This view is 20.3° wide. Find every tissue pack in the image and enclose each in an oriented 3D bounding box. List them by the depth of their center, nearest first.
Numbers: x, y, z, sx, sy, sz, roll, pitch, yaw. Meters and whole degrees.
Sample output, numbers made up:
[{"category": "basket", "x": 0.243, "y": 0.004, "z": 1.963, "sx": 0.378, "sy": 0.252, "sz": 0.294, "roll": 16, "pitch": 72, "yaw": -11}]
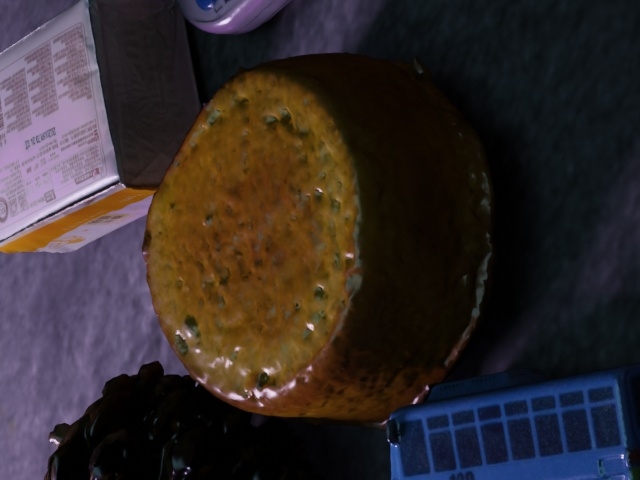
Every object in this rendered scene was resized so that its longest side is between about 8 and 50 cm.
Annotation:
[{"category": "tissue pack", "x": -0.217, "y": -0.103, "z": 1.659, "sx": 0.225, "sy": 0.124, "sz": 0.185, "roll": -22, "pitch": 76, "yaw": 46}]

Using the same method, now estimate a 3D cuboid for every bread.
[{"category": "bread", "x": -0.002, "y": 0.005, "z": 1.397, "sx": 0.312, "sy": 0.172, "sz": 0.312, "roll": -1, "pitch": 89, "yaw": 47}]

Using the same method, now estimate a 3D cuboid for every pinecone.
[{"category": "pinecone", "x": -0.117, "y": 0.216, "z": 1.489, "sx": 0.257, "sy": 0.243, "sz": 0.244, "roll": 1, "pitch": 93, "yaw": 34}]

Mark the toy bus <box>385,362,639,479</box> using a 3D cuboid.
[{"category": "toy bus", "x": 0.160, "y": 0.156, "z": 1.275, "sx": 0.234, "sy": 0.116, "sz": 0.134, "roll": -15, "pitch": 80, "yaw": 44}]

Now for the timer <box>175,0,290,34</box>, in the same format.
[{"category": "timer", "x": -0.062, "y": -0.288, "z": 1.524, "sx": 0.208, "sy": 0.069, "sz": 0.191, "roll": -37, "pitch": 65, "yaw": 43}]
